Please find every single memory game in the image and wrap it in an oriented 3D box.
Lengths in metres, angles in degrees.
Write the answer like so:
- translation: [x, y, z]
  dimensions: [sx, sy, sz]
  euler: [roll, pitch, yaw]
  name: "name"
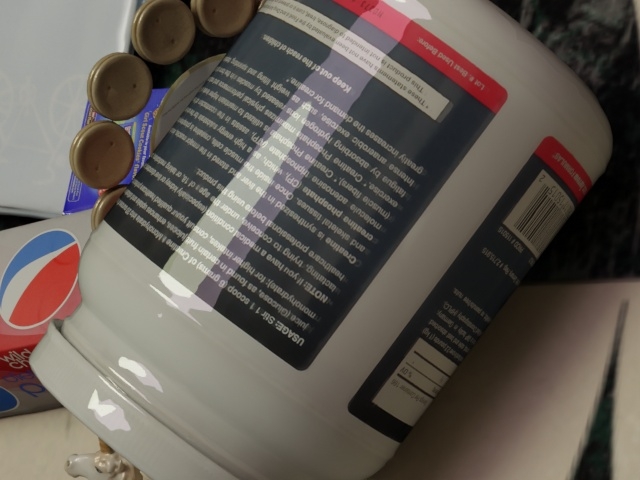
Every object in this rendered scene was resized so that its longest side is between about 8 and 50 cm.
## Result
- translation: [-0.054, -0.058, 0.980]
  dimensions: [0.012, 0.186, 0.186]
  euler: [23, 80, 51]
  name: "memory game"

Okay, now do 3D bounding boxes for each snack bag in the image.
- translation: [-0.235, -0.177, 1.241]
  dimensions: [0.323, 0.037, 0.342]
  euler: [4, 83, 31]
  name: "snack bag"

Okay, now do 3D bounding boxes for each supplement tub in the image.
- translation: [0.000, 0.000, 0.896]
  dimensions: [0.272, 0.191, 0.191]
  euler: [-53, 44, -1]
  name: "supplement tub"

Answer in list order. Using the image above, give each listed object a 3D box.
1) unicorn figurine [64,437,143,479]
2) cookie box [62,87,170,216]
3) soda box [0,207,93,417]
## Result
- translation: [-0.147, 0.182, 1.006]
  dimensions: [0.111, 0.060, 0.162]
  euler: [-13, 72, 32]
  name: "unicorn figurine"
- translation: [-0.095, -0.046, 1.088]
  dimensions: [0.107, 0.040, 0.091]
  euler: [-1, 61, 18]
  name: "cookie box"
- translation: [-0.177, 0.048, 1.087]
  dimensions: [0.263, 0.083, 0.092]
  euler: [-12, 57, 33]
  name: "soda box"
